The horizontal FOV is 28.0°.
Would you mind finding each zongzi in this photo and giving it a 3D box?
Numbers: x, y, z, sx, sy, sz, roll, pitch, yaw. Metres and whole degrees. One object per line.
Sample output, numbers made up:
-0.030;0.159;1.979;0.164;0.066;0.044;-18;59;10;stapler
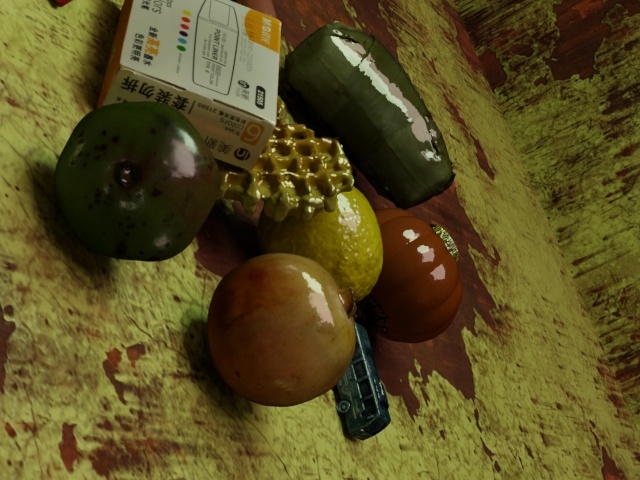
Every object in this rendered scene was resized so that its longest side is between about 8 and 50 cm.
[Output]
0.103;-0.233;2.323;0.356;0.174;0.393;52;10;-5;zongzi

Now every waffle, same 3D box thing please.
-0.070;-0.117;1.722;0.253;0.056;0.249;20;39;8;waffle

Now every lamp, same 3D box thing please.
0.118;0.055;1.975;0.223;0.196;0.223;47;-19;23;lamp

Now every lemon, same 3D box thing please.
0.000;0.003;1.792;0.180;0.180;0.193;33;45;-53;lemon

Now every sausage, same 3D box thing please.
-0.112;-0.400;2.186;0.062;0.062;0.154;33;35;-53;sausage

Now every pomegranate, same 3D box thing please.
-0.198;-0.065;1.426;0.181;0.181;0.224;62;5;-1;pomegranate
-0.045;0.109;1.535;0.191;0.191;0.191;49;24;-31;pomegranate

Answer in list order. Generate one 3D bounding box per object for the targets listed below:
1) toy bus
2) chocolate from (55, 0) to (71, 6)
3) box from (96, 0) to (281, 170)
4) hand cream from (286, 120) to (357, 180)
0.052;0.198;1.821;0.047;0.065;0.166;37;30;-50;toy bus
-0.292;-0.452;1.592;0.237;0.235;0.108;55;11;-18;chocolate
-0.167;-0.231;1.684;0.221;0.091;0.274;19;36;-17;box
-0.004;-0.141;2.159;0.194;0.042;0.067;29;46;-49;hand cream
